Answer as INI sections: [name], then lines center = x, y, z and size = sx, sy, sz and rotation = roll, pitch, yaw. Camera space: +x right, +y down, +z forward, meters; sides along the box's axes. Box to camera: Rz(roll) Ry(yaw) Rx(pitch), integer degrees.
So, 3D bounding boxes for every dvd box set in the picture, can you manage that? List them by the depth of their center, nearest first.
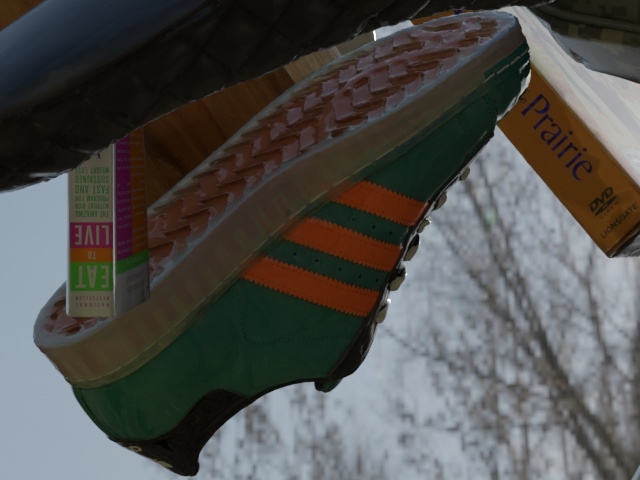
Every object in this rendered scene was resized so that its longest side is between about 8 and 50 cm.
[dvd box set]
center = 0.192, -0.163, 1.447
size = 0.062, 0.420, 0.307
rotation = -44, -20, 21

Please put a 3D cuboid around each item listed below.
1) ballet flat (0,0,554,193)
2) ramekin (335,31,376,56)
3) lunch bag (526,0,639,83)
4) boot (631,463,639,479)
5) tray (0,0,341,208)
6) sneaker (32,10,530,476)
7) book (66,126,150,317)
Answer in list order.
[ballet flat]
center = -0.020, -0.042, 0.361
size = 0.173, 0.057, 0.049
rotation = -25, -59, -3
[ramekin]
center = -0.070, -0.170, 1.619
size = 0.135, 0.277, 0.277
rotation = 26, -15, 39
[lunch bag]
center = 0.287, -0.164, 0.926
size = 0.305, 0.213, 0.256
rotation = 14, -6, 29
[boot]
center = 0.300, 0.207, 1.390
size = 0.069, 0.190, 0.086
rotation = 37, -14, 19
[tray]
center = -0.145, -0.185, 1.100
size = 0.203, 0.076, 0.411
rotation = -27, -80, 41
[sneaker]
center = 0.000, 0.000, 0.856
size = 0.302, 0.108, 0.121
rotation = -38, -63, -9
[book]
center = -0.092, -0.043, 0.690
size = 0.035, 0.144, 0.096
rotation = 0, 2, -3
